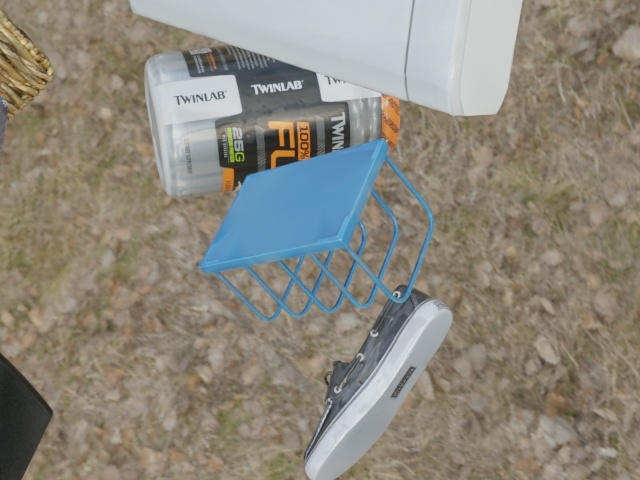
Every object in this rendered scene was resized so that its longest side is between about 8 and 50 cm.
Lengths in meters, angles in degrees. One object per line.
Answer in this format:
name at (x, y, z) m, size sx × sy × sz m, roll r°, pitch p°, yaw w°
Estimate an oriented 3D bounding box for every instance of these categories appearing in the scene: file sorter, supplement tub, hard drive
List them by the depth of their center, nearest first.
hard drive at (-0.014, -0.226, 0.599) m, size 0.353 × 0.047 × 0.233 m, roll 28°, pitch 119°, yaw 49°
file sorter at (0.000, 0.000, 0.918) m, size 0.170 × 0.104 × 0.118 m, roll -11°, pitch 42°, yaw 40°
supplement tub at (-0.066, -0.170, 1.343) m, size 0.316 × 0.193 × 0.193 m, roll -10°, pitch 59°, yaw -11°

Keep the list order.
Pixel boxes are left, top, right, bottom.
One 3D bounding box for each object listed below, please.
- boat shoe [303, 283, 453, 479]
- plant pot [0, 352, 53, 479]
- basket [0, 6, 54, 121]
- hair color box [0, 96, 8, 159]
boat shoe at (0.044, 0.145, 1.049) m, size 0.076 × 0.080 × 0.228 m, roll 37°, pitch 96°, yaw 32°
plant pot at (-0.418, 0.218, 1.129) m, size 0.187 × 0.167 × 0.188 m, roll -26°, pitch 35°, yaw 48°
basket at (-0.501, -0.253, 1.177) m, size 0.213 × 0.299 × 0.223 m, roll -44°, pitch 38°, yaw -6°
hair color box at (-0.381, -0.020, 0.643) m, size 0.105 × 0.347 × 0.173 m, roll 28°, pitch 114°, yaw 28°
